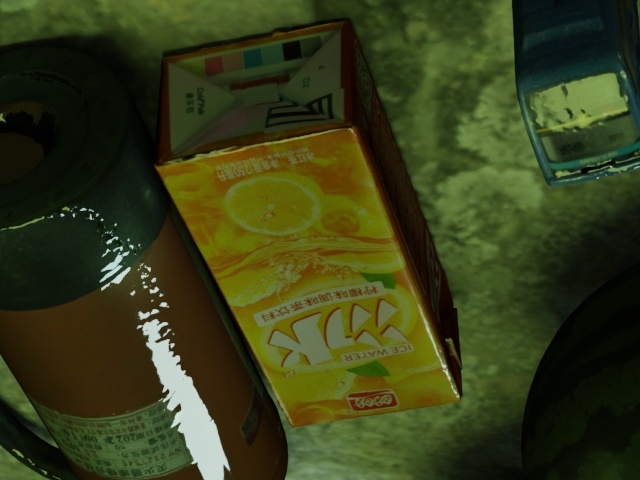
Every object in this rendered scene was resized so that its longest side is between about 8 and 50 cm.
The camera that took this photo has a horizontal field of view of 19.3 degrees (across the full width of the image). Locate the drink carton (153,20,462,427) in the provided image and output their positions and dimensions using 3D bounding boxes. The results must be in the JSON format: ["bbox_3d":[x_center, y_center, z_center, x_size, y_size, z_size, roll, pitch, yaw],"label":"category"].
[{"bbox_3d":[0.000,0.000,0.909,0.096,0.071,0.223,-10,140,11],"label":"drink carton"}]

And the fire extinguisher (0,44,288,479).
[{"bbox_3d":[-0.114,0.056,0.978,0.200,0.113,0.376,30,155,36],"label":"fire extinguisher"}]

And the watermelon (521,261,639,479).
[{"bbox_3d":[0.203,0.103,0.926,0.212,0.212,0.212,1,141,1],"label":"watermelon"}]

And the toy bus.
[{"bbox_3d":[0.098,-0.092,0.730,0.051,0.153,0.061,-15,132,18],"label":"toy bus"}]
